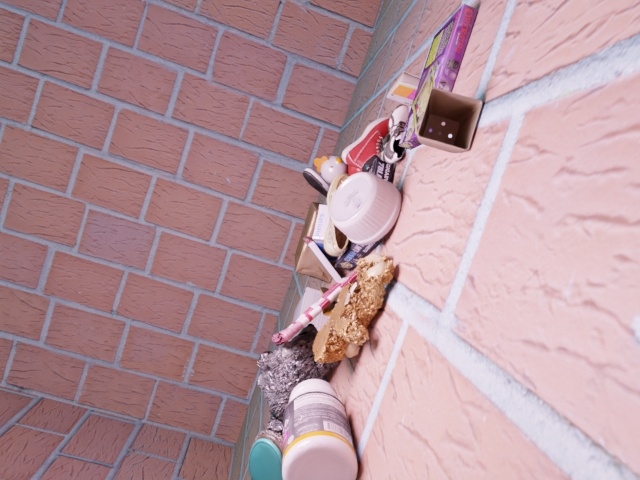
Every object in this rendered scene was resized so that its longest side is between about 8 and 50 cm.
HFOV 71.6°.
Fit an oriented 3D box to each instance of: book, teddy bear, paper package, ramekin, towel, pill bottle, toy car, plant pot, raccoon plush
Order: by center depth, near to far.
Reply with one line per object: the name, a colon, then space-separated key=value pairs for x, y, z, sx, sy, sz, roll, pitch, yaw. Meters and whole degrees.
plant pot: x=0.267 y=-0.244 z=0.952 sx=0.096 sy=0.108 sz=0.109 roll=57 pitch=-129 yaw=-84
pill bottle: x=-0.009 y=0.453 z=1.041 sx=0.278 sy=0.162 sz=0.162 roll=-110 pitch=39 yaw=-78
teddy bear: x=0.103 y=0.184 z=1.170 sx=0.338 sy=0.113 sz=0.245 roll=-65 pitch=13 yaw=-5
ramekin: x=0.122 y=-0.101 z=1.289 sx=0.207 sy=0.109 sz=0.207 roll=-31 pitch=42 yaw=33
towel: x=-0.004 y=0.195 z=1.341 sx=0.329 sy=0.037 sz=0.237 roll=-39 pitch=-4 yaw=-21
raccoon plush: x=-0.043 y=0.494 z=1.399 sx=0.299 sy=0.216 sz=0.447 roll=-33 pitch=64 yaw=59
book: x=0.278 y=-0.474 z=1.409 sx=0.144 sy=0.096 sz=0.035 roll=159 pitch=129 yaw=-79
toy car: x=0.091 y=-0.287 z=1.772 sx=0.210 sy=0.237 sz=0.219 roll=121 pitch=165 yaw=-58
paper package: x=0.000 y=0.000 z=2.027 sx=0.325 sy=0.168 sz=0.310 roll=-118 pitch=45 yaw=-79

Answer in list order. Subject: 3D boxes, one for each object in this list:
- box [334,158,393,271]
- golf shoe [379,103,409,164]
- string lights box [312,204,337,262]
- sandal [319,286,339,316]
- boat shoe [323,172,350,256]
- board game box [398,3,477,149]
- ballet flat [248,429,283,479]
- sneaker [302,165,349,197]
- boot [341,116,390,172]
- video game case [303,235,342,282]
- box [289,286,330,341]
box: x=0.146 y=-0.078 z=1.511 sx=0.295 sy=0.073 sz=0.294 roll=122 pitch=162 yaw=-63
golf shoe: x=0.255 y=-0.336 z=1.397 sx=0.094 sy=0.077 sz=0.198 roll=11 pitch=87 yaw=68
string lights box: x=0.046 y=-0.018 z=1.657 sx=0.260 sy=0.076 sz=0.134 roll=57 pitch=-138 yaw=-65
sandal: x=0.030 y=0.233 z=1.561 sx=0.079 sy=0.088 sz=0.240 roll=-65 pitch=13 yaw=4
boat shoe: x=0.076 y=-0.091 z=1.459 sx=0.089 sy=0.104 sz=0.286 roll=149 pitch=127 yaw=-71
board game box: x=0.318 y=-0.436 z=1.230 sx=0.208 sy=0.056 sz=0.347 roll=-141 pitch=69 yaw=-86
ballet flat: x=-0.114 y=0.678 z=1.214 sx=0.182 sy=0.164 sz=0.483 roll=-14 pitch=-59 yaw=-48
sneaker: x=0.067 y=-0.278 z=1.924 sx=0.123 sy=0.295 sz=0.179 roll=22 pitch=80 yaw=50
boot: x=0.219 y=-0.344 z=1.632 sx=0.244 sy=0.088 sz=0.176 roll=-45 pitch=49 yaw=-8
video game case: x=0.009 y=0.077 z=1.726 sx=0.025 sy=0.204 sz=0.285 roll=-37 pitch=7 yaw=-3
box: x=-0.039 y=0.313 z=1.751 sx=0.181 sy=0.119 sz=0.182 roll=117 pitch=169 yaw=-50
